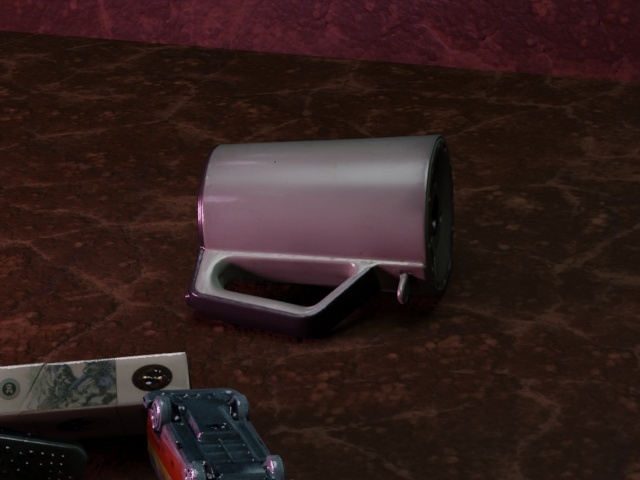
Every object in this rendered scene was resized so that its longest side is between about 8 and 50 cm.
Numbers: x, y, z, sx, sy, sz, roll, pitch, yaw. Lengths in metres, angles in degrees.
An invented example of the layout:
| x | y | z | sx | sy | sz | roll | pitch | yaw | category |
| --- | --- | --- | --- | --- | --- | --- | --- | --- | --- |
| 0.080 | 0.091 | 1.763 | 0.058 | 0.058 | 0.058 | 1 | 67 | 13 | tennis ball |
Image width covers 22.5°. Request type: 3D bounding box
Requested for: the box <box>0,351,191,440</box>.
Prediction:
| x | y | z | sx | sy | sz | roll | pitch | yaw | category |
| --- | --- | --- | --- | --- | --- | --- | --- | --- | --- |
| -0.297 | 0.210 | 2.120 | 0.256 | 0.164 | 0.069 | -4 | 70 | -4 | box |

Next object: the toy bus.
| x | y | z | sx | sy | sz | roll | pitch | yaw | category |
| --- | --- | --- | --- | --- | --- | --- | --- | --- | --- |
| -0.118 | 0.265 | 1.827 | 0.121 | 0.120 | 0.265 | 0 | 21 | -22 | toy bus |

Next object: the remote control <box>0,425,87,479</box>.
| x | y | z | sx | sy | sz | roll | pitch | yaw | category |
| --- | --- | --- | --- | --- | --- | --- | --- | --- | --- |
| -0.408 | 0.270 | 2.053 | 0.222 | 0.072 | 0.042 | 11 | 30 | -5 | remote control |

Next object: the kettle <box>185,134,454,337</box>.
| x | y | z | sx | sy | sz | roll | pitch | yaw | category |
| --- | --- | --- | --- | --- | --- | --- | --- | --- | --- |
| 0.000 | 0.000 | 2.511 | 0.377 | 0.250 | 0.361 | 1 | 54 | 14 | kettle |
